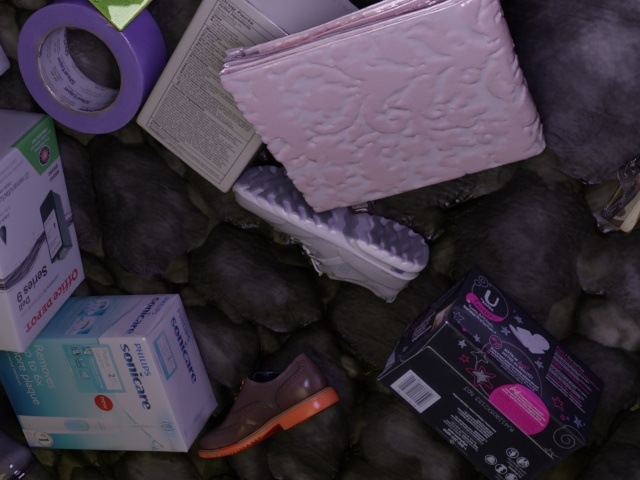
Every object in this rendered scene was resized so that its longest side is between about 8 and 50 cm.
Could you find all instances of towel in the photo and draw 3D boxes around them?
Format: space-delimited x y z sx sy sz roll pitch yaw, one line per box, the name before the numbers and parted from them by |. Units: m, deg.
towel | 0.082 -0.162 1.609 0.316 0.053 0.332 -15 149 13

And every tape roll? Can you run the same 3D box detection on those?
tape roll | -0.306 -0.244 1.849 0.189 0.080 0.189 12 125 17

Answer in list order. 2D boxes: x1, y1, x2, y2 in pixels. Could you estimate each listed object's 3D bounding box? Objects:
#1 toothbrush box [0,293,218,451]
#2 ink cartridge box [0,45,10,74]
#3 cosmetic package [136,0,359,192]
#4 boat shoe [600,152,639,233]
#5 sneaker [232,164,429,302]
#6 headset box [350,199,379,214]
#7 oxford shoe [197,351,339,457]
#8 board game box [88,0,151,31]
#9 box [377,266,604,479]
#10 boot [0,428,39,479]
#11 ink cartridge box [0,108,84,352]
toothbrush box | -0.335 0.205 2.120 0.295 0.126 0.216 -2 120 23
ink cartridge box | -0.608 -0.276 1.938 0.272 0.114 0.197 -12 116 28
cosmetic package | -0.098 -0.213 1.715 0.160 0.113 0.309 39 140 -2
boat shoe | 0.384 -0.074 1.670 0.049 0.056 0.152 20 127 4
sneaker | 0.000 0.000 1.854 0.281 0.105 0.115 29 127 3
headset box | 0.051 -0.086 1.804 0.032 0.062 0.083 -11 117 28
oxford shoe | -0.093 0.251 2.079 0.271 0.097 0.098 -30 86 31
board game box | -0.303 -0.398 1.734 0.259 0.039 0.124 45 86 -10
box | 0.231 0.190 1.853 0.247 0.142 0.163 42 129 -4
boot | -0.603 0.292 2.234 0.338 0.118 0.223 3 126 51
ink cartridge box | -0.457 -0.015 1.980 0.121 0.211 0.289 6 124 18
